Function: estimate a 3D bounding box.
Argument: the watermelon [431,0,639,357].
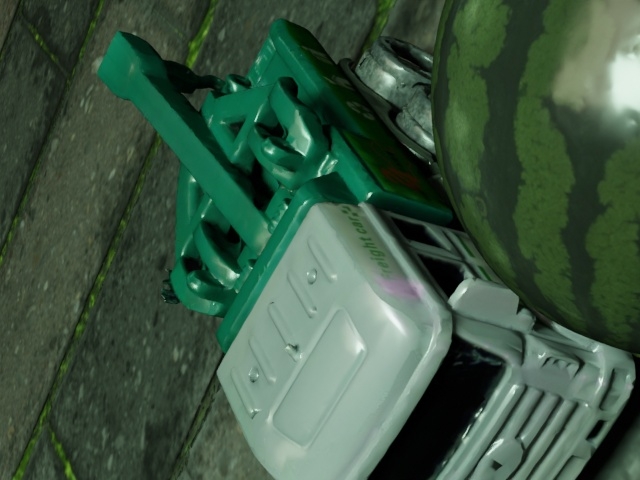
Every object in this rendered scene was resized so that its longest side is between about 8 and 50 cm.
[{"bbox_3d":[0.143,-0.056,0.473,0.212,0.212,0.212,-28,56,49],"label":"watermelon"}]

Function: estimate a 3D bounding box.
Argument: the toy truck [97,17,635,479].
[{"bbox_3d":[0.007,0.003,0.691,0.177,0.178,0.363,-60,38,22],"label":"toy truck"}]
